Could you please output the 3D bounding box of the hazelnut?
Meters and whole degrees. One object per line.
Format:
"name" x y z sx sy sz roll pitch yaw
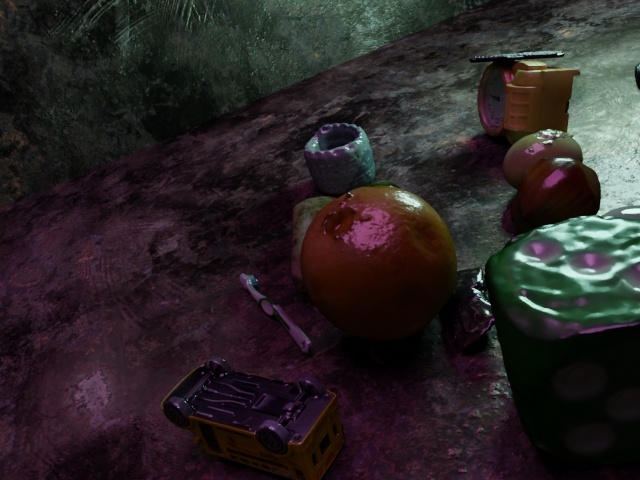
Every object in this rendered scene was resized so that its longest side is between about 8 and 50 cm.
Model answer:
"hazelnut" 0.541 -0.094 1.459 0.186 0.210 0.210 9 33 3

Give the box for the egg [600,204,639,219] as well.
"egg" 0.615 0.032 1.170 0.183 0.182 0.264 -37 39 -27

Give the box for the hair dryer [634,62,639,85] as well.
"hair dryer" 1.014 -0.460 1.898 0.114 0.070 0.248 -6 40 22

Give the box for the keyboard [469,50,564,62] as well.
"keyboard" 0.571 -0.537 1.856 0.262 0.016 0.106 1 21 19

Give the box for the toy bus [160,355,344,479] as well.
"toy bus" -0.129 0.328 1.172 0.330 0.152 0.144 4 31 33

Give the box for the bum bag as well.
"bum bag" 0.307 0.129 1.317 0.102 0.069 0.248 -50 22 23

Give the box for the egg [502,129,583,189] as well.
"egg" 0.565 -0.198 1.622 0.202 0.164 0.164 -17 29 1

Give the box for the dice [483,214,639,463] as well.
"dice" 0.429 0.146 0.987 0.300 0.287 0.297 -13 30 12

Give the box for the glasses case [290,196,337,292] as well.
"glasses case" 0.000 0.000 1.699 0.157 0.098 0.425 -6 30 2

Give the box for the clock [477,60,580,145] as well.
"clock" 0.597 -0.418 1.909 0.200 0.244 0.317 -4 21 -14

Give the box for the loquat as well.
"loquat" 0.119 0.048 1.315 0.329 0.328 0.328 -16 29 9

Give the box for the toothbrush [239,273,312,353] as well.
"toothbrush" -0.118 0.168 1.549 0.040 0.042 0.418 3 18 -27

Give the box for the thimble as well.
"thimble" 0.057 -0.266 2.045 0.205 0.172 0.250 -33 33 -19

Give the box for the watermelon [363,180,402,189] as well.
"watermelon" 0.179 -0.098 1.716 0.187 0.140 0.141 -22 28 -16
